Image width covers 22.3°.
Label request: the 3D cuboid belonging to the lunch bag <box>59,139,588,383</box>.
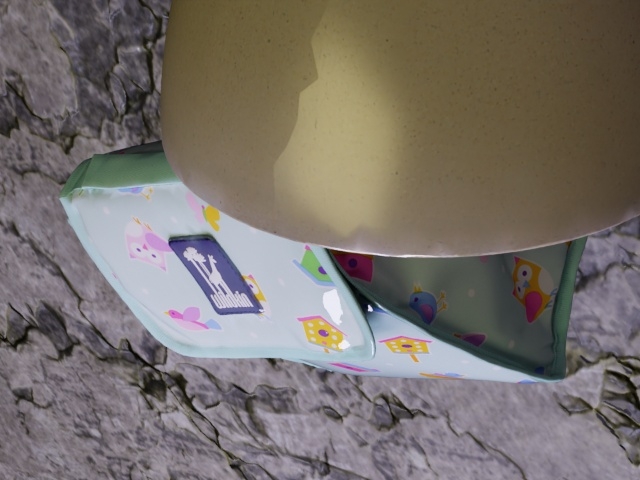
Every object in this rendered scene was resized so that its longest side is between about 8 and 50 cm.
[{"bbox_3d":[0.000,0.000,0.999,0.262,0.160,0.223,19,166,-40],"label":"lunch bag"}]

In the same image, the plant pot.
[{"bbox_3d":[0.056,-0.144,0.805,0.284,0.284,0.191,23,129,34],"label":"plant pot"}]
